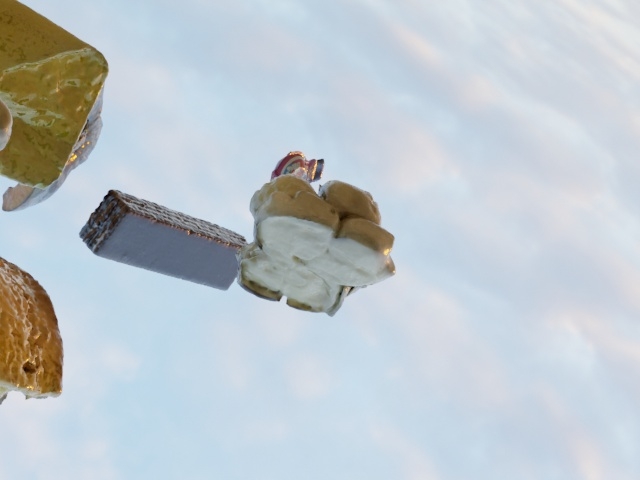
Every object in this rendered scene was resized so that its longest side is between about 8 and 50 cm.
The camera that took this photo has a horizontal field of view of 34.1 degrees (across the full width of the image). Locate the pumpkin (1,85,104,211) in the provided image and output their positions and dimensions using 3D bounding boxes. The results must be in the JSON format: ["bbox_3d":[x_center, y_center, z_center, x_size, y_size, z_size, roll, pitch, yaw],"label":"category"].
[{"bbox_3d":[-0.531,-0.210,2.115,0.095,0.290,0.258,32,-132,7],"label":"pumpkin"}]

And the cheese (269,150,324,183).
[{"bbox_3d":[-0.042,-0.115,1.827,0.038,0.095,0.145,29,-153,30],"label":"cheese"}]

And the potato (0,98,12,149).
[{"bbox_3d":[-0.452,-0.171,1.326,0.138,0.091,0.070,46,-157,13],"label":"potato"}]

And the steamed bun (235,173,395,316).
[{"bbox_3d":[0.000,0.000,1.257,0.192,0.177,0.106,15,-130,1],"label":"steamed bun"}]

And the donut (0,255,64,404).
[{"bbox_3d":[-0.552,0.155,1.252,0.377,0.435,0.163,37,169,31],"label":"donut"}]

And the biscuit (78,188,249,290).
[{"bbox_3d":[-0.271,0.007,1.929,0.073,0.107,0.388,46,-166,32],"label":"biscuit"}]

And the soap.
[{"bbox_3d":[-0.599,-0.287,1.781,0.427,0.306,0.115,23,-179,-16],"label":"soap"}]
